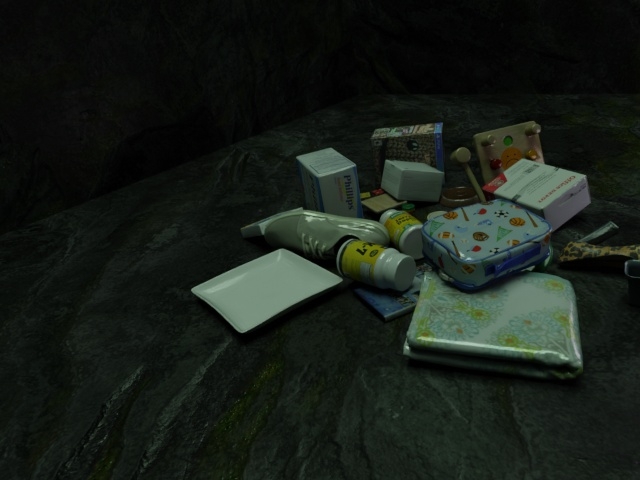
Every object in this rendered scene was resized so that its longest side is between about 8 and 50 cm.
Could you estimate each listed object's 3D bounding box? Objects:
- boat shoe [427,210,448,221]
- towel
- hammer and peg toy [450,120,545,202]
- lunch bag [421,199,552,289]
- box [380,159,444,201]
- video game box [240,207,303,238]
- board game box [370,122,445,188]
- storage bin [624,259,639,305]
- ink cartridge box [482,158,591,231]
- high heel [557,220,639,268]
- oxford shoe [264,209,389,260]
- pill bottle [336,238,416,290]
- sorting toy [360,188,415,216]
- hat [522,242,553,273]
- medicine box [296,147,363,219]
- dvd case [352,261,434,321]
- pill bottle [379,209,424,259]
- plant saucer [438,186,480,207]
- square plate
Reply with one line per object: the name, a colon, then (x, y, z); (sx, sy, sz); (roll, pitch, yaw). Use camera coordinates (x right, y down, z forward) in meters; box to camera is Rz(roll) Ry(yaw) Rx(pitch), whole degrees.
boat shoe: (0.414, 0.020, 1.597); (0.112, 0.095, 0.335); (-14, 30, -1)
towel: (0.403, 0.184, 1.235); (0.374, 0.090, 0.320); (3, 31, 21)
hammer and peg toy: (0.659, -0.277, 1.942); (0.361, 0.266, 0.127); (-15, 4, -9)
lunch bag: (0.420, 0.009, 1.340); (0.303, 0.115, 0.243); (-21, 36, -17)
box: (0.354, -0.233, 2.034); (0.182, 0.119, 0.181); (2, 20, -16)
video game box: (-0.179, -0.064, 1.954); (0.187, 0.048, 0.205); (-21, 7, -28)
board game box: (0.375, -0.354, 2.210); (0.291, 0.232, 0.141); (-3, 27, 17)
storage bin: (0.798, 0.106, 1.247); (0.135, 0.091, 0.098); (5, 29, 28)
ink cartridge box: (0.712, -0.151, 1.737); (0.197, 0.114, 0.273); (-35, 30, -10)
high heel: (0.768, 0.074, 1.378); (0.186, 0.093, 0.261); (-32, 38, 5)
oxford shoe: (0.000, 0.000, 1.708); (0.449, 0.169, 0.130); (5, 44, 26)
pill bottle: (0.157, 0.070, 1.483); (0.208, 0.119, 0.119); (15, 35, 43)
sorting toy: (0.240, -0.132, 2.010); (0.132, 0.046, 0.274); (-19, 27, -17)
hat: (0.572, 0.070, 1.493); (0.208, 0.183, 0.173); (-35, 54, -2)
medicine box: (0.036, -0.169, 1.911); (0.149, 0.263, 0.289); (-16, 25, -10)
dvd case: (0.241, 0.139, 1.470); (0.253, 0.022, 0.180); (-19, 26, -18)
pill bottle: (0.271, -0.028, 1.696); (0.117, 0.117, 0.208); (-16, 25, -11)
plant saucer: (0.536, -0.169, 1.999); (0.168, 0.029, 0.168); (-8, 25, 4)
square plate: (-0.164, 0.148, 1.573); (0.347, 0.049, 0.344); (-25, 29, -28)
